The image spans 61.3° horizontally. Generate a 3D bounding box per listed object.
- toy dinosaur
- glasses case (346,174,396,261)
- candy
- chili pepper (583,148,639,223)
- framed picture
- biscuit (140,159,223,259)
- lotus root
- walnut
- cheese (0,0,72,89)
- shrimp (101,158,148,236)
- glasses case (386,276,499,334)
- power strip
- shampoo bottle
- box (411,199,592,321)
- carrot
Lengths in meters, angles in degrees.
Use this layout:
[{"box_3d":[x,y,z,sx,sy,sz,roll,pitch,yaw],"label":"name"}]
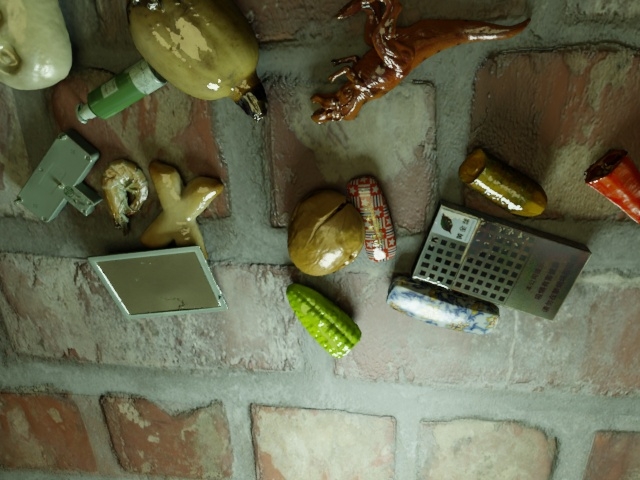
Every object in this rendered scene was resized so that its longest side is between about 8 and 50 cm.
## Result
[{"box_3d":[0.137,-0.356,0.956,0.431,0.097,0.208,-24,124,21],"label":"toy dinosaur"},{"box_3d":[0.112,-0.042,1.132,0.073,0.049,0.195,-14,113,13],"label":"glasses case"},{"box_3d":[0.001,0.175,1.230,0.209,0.097,0.096,45,113,-8],"label":"candy"},{"box_3d":[0.593,-0.089,1.043,0.088,0.065,0.169,-40,108,23],"label":"chili pepper"},{"box_3d":[-0.372,0.099,1.255,0.273,0.016,0.217,-5,130,10],"label":"framed picture"},{"box_3d":[-0.309,-0.057,1.183,0.164,0.047,0.208,16,117,-2],"label":"biscuit"},{"box_3d":[-0.202,-0.343,0.967,0.310,0.183,0.182,42,113,-15],"label":"lotus root"},{"box_3d":[-0.001,0.002,1.125,0.167,0.087,0.211,31,126,5],"label":"walnut"},{"box_3d":[-0.560,-0.464,0.977,0.351,0.130,0.328,-35,104,23],"label":"cheese"},{"box_3d":[-0.430,-0.093,1.193,0.099,0.041,0.180,1,115,-9],"label":"shrimp"},{"box_3d":[0.268,0.146,1.190,0.247,0.065,0.087,17,128,-2],"label":"glasses case"},{"box_3d":[-0.554,-0.118,1.179,0.145,0.061,0.215,41,114,-11],"label":"power strip"},{"box_3d":[-0.406,-0.294,1.078,0.204,0.065,0.065,-24,110,18],"label":"shampoo bottle"},{"box_3d":[0.374,0.045,1.141,0.324,0.047,0.181,17,116,-2],"label":"box"},{"box_3d":[0.358,-0.107,1.052,0.173,0.082,0.082,28,116,-9],"label":"carrot"}]
